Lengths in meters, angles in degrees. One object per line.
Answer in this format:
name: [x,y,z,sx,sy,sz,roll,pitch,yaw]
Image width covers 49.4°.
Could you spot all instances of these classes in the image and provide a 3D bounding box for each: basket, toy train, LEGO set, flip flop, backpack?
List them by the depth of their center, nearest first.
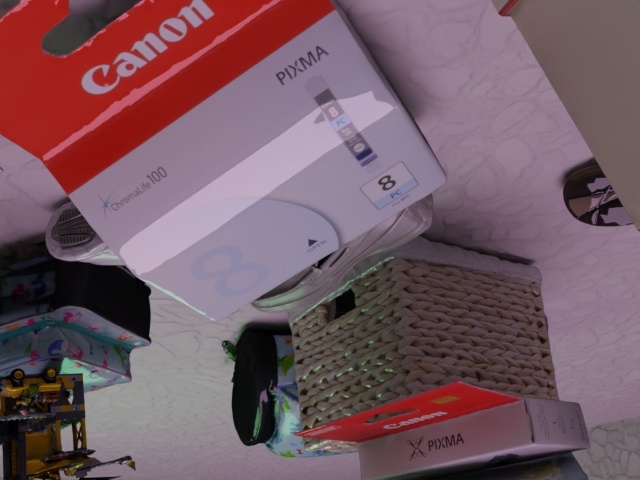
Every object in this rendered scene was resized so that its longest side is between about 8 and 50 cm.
LEGO set: [-0.412,0.288,0.853,0.254,0.192,0.331,9,152,-45]
flip flop: [0.456,-0.071,0.888,0.276,0.080,0.112,-2,118,22]
backpack: [-0.392,0.124,0.993,0.253,0.191,0.225,-9,155,16]
basket: [0.160,0.190,1.145,0.331,0.267,0.328,13,149,-30]
backpack: [0.024,0.304,1.392,0.355,0.273,0.290,-9,137,-24]
toy train: [-0.182,0.226,1.408,0.017,0.024,0.083,-10,154,8]

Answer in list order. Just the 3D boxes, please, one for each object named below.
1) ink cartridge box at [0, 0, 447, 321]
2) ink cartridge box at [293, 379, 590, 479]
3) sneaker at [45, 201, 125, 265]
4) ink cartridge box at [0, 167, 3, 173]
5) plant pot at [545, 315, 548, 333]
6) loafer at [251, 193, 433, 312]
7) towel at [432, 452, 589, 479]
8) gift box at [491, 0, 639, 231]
ink cartridge box: [-0.089,-0.090,0.633,0.308,0.091,0.385,-31,145,13]
ink cartridge box: [0.156,0.267,0.925,0.261,0.066,0.296,17,146,-39]
sneaker: [-0.212,-0.016,0.867,0.232,0.091,0.115,-6,164,12]
ink cartridge box: [-0.480,-0.107,0.637,0.274,0.060,0.239,-14,153,15]
plant pot: [0.344,0.284,1.446,0.292,0.196,0.293,-4,153,-2]
loafer: [0.000,0.000,0.911,0.111,0.112,0.319,24,133,-38]
towel: [0.232,0.390,1.048,0.320,0.090,0.374,-23,170,8]
gift box: [0.287,-0.179,0.452,0.276,0.258,0.255,-11,159,-38]
